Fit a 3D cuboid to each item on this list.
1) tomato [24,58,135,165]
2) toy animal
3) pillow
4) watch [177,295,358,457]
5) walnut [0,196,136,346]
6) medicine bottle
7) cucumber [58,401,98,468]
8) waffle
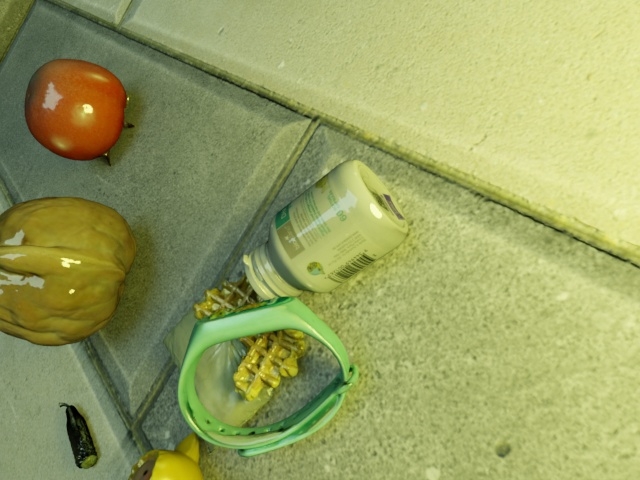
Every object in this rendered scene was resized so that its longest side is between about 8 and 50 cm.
[{"bbox_3d":[-0.611,-0.329,1.170,0.256,0.224,0.255,-11,74,41],"label":"tomato"},{"bbox_3d":[-0.196,0.393,0.653,0.230,0.156,0.156,28,91,50],"label":"toy animal"},{"bbox_3d":[-0.172,0.202,0.753,0.148,0.050,0.229,-46,53,13],"label":"pillow"},{"bbox_3d":[-0.071,0.176,0.611,0.237,0.068,0.195,-15,93,5],"label":"watch"},{"bbox_3d":[-0.518,0.056,0.916,0.285,0.285,0.296,4,80,38],"label":"walnut"},{"bbox_3d":[0.000,0.000,0.644,0.215,0.135,0.135,-36,56,21],"label":"medicine bottle"},{"bbox_3d":[-0.488,0.383,0.933,0.163,0.043,0.039,43,143,41],"label":"cucumber"},{"bbox_3d":[-0.107,0.139,0.709,0.149,0.051,0.194,-26,61,1],"label":"waffle"}]
